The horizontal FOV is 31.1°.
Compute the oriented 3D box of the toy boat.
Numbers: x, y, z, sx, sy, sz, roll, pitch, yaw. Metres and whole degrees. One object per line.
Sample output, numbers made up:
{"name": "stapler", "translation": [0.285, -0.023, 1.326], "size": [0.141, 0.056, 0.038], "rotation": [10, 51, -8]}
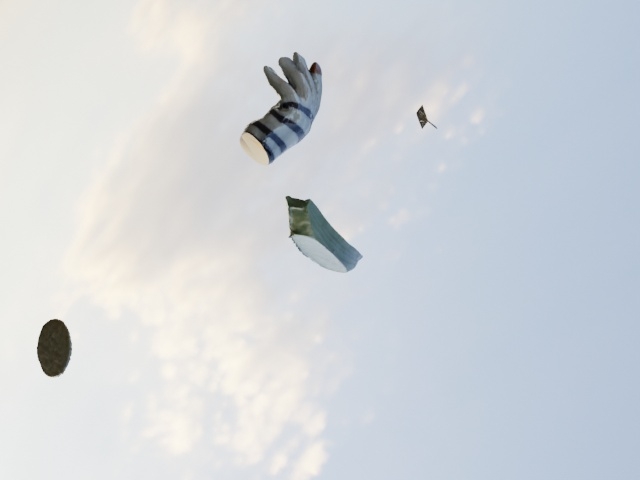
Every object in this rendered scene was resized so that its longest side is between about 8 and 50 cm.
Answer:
{"name": "toy boat", "translation": [0.000, 0.000, 2.015], "size": [0.093, 0.293, 0.055], "rotation": [8, -106, 22]}

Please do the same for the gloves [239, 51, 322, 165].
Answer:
{"name": "gloves", "translation": [-0.058, -0.247, 2.147], "size": [0.131, 0.140, 0.218], "rotation": [35, -111, 27]}

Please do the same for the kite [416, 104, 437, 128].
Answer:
{"name": "kite", "translation": [0.193, -0.216, 2.110], "size": [0.044, 0.002, 0.078], "rotation": [102, -30, -47]}

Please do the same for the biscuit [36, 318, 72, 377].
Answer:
{"name": "biscuit", "translation": [-0.523, 0.211, 2.259], "size": [0.120, 0.015, 0.120], "rotation": [-6, -98, 45]}
